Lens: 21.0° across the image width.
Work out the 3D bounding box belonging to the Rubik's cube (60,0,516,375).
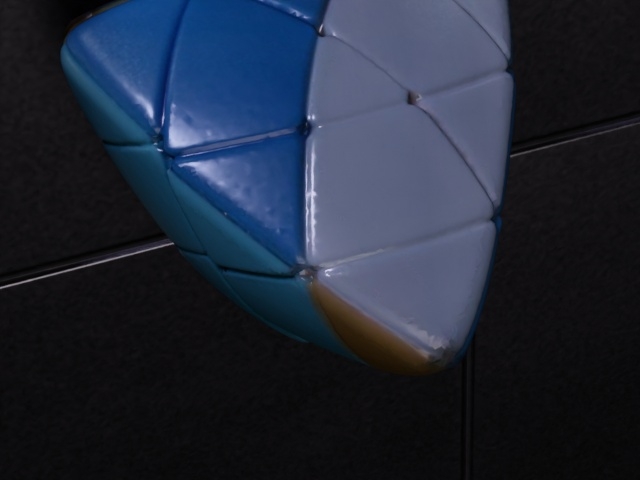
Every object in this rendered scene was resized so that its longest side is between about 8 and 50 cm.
[{"bbox_3d":[0.000,0.000,0.905,0.254,0.254,0.254,-13,131,-15],"label":"Rubik's cube"}]
